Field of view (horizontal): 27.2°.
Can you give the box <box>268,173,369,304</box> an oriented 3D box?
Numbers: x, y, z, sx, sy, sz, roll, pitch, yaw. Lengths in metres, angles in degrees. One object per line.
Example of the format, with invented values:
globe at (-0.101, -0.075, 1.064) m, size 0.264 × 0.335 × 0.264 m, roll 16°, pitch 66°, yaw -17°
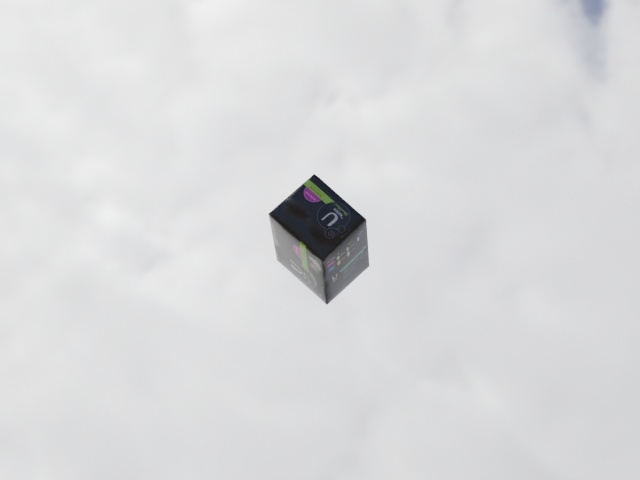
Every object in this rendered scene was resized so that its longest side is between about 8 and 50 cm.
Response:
box at (0.000, 0.000, 1.057) m, size 0.062 × 0.052 × 0.083 m, roll 41°, pitch -18°, yaw 22°
